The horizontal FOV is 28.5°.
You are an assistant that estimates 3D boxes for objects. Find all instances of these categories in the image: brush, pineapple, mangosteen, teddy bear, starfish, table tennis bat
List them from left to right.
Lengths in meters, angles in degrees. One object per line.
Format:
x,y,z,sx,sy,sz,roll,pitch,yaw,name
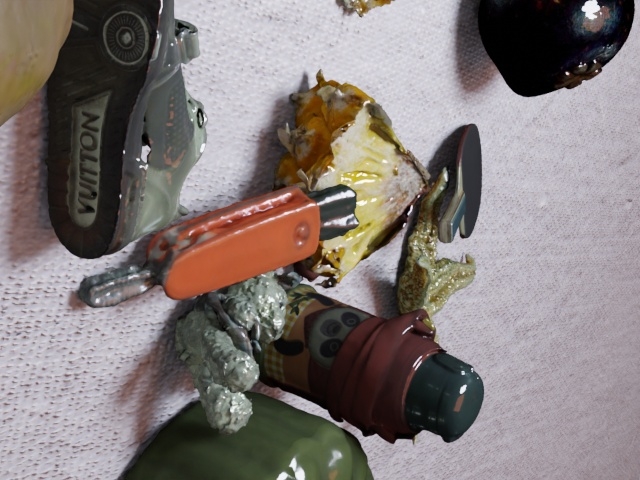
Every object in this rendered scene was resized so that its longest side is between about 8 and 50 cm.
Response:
-0.097,0.004,1.272,0.323,0.051,0.070,-19,129,-33,brush
-0.099,0.100,1.356,0.213,0.111,0.133,-69,178,-51,teddy bear
0.033,-0.068,1.421,0.186,0.114,0.236,-9,116,-28,pineapple
0.142,0.101,1.746,0.347,0.078,0.358,74,29,-54,starfish
0.197,-0.066,1.744,0.274,0.021,0.154,-57,145,-60,table tennis bat
0.311,-0.320,1.697,0.243,0.243,0.243,-36,136,-46,mangosteen

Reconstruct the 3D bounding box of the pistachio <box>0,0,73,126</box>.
-0.267,-0.146,0.858,0.260,0.163,0.213,-41,172,-45,pistachio

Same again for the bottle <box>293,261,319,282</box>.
0.001,0.001,1.504,0.063,0.047,0.101,32,80,-50,bottle

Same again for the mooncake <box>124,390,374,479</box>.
-0.081,0.356,1.425,0.356,0.194,0.356,-34,134,-45,mooncake

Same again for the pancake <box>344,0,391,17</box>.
0.111,-0.340,1.483,0.244,0.057,0.266,-58,149,-21,pancake

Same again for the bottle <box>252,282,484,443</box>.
0.062,0.142,1.458,0.143,0.271,0.156,-8,113,-58,bottle

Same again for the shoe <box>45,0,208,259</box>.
-0.156,-0.134,1.111,0.149,0.109,0.293,-21,127,-58,shoe
